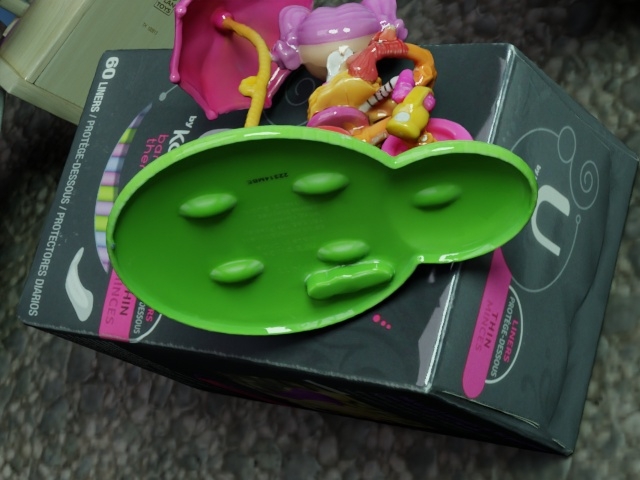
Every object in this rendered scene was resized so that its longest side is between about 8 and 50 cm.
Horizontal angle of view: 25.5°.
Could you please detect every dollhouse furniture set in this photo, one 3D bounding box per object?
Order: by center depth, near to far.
[{"bbox_3d":[-0.212,-0.244,0.907,0.303,0.286,0.198,41,98,30],"label":"dollhouse furniture set"}]

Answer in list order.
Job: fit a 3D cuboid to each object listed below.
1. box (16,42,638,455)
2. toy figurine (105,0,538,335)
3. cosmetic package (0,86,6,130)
[{"bbox_3d":[0.000,0.000,0.731,0.270,0.143,0.165,5,74,38],"label":"box"},{"bbox_3d":[-0.005,-0.064,0.608,0.173,0.130,0.159,-12,52,8],"label":"toy figurine"},{"bbox_3d":[-0.284,-0.016,0.924,0.127,0.107,0.238,37,120,46],"label":"cosmetic package"}]
